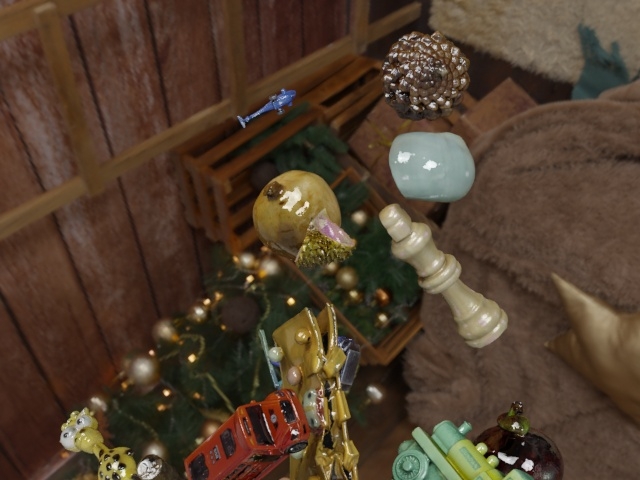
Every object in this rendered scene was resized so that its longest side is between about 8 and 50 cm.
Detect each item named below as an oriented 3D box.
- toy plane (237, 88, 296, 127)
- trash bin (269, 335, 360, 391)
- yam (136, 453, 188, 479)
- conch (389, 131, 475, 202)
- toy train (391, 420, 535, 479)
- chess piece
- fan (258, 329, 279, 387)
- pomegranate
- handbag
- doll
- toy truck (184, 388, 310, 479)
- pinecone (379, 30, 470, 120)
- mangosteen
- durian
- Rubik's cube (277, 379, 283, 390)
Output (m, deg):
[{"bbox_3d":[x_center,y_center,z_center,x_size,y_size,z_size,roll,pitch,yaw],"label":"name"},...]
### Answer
[{"bbox_3d":[-0.137,-0.350,1.937,0.054,0.167,0.062,62,172,-24],"label":"toy plane"},{"bbox_3d":[-0.011,0.346,2.181,0.234,0.162,0.184,12,170,24],"label":"trash bin"},{"bbox_3d":[-0.199,0.382,1.080,0.327,0.045,0.045,75,179,-55],"label":"yam"},{"bbox_3d":[0.243,-0.166,1.586,0.185,0.221,0.121,49,131,20],"label":"conch"},{"bbox_3d":[0.309,0.524,1.567,0.150,0.237,0.369,44,-178,-41],"label":"toy train"},{"bbox_3d":[0.265,0.074,1.669,0.397,0.117,0.117,47,153,-18],"label":"chess piece"},{"bbox_3d":[-0.154,0.352,2.195,0.038,0.016,0.193,108,148,-53],"label":"fan"},{"bbox_3d":[-0.068,-0.070,2.316,0.307,0.307,0.307,34,147,26],"label":"pomegranate"},{"bbox_3d":[-0.013,0.343,1.494,0.283,0.133,0.401,135,132,-66],"label":"handbag"},{"bbox_3d":[-0.547,0.516,1.816,0.291,0.117,0.086,31,163,34],"label":"doll"},{"bbox_3d":[-0.134,0.373,1.331,0.252,0.114,0.107,-47,50,28],"label":"toy truck"},{"bbox_3d":[0.181,-0.286,1.307,0.173,0.173,0.173,34,147,26],"label":"pinecone"},{"bbox_3d":[0.440,0.493,1.661,0.216,0.216,0.216,34,147,26],"label":"mangosteen"},{"bbox_3d":[-0.001,0.000,1.785,0.182,0.165,0.132,17,129,67],"label":"durian"},{"bbox_3d":[-0.015,0.546,2.468,0.254,0.254,0.254,34,147,26],"label":"Rubik's cube"}]
